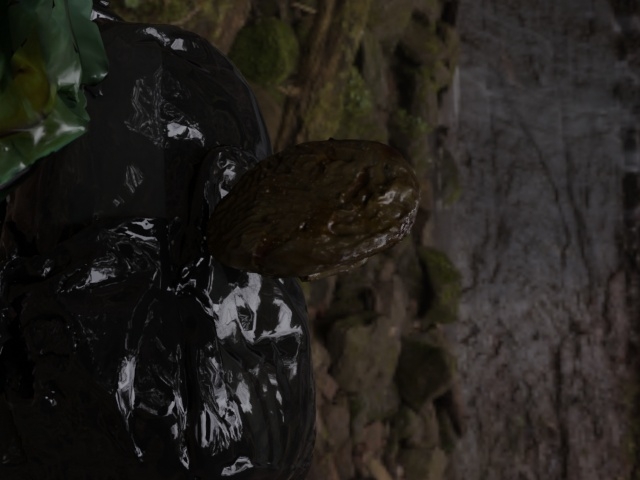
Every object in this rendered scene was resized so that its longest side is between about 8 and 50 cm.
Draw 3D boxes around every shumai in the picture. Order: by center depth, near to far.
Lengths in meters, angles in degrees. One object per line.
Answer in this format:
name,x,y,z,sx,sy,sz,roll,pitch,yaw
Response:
shumai,0.005,-0.008,0.625,0.105,0.139,0.123,44,33,-30

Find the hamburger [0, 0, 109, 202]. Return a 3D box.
hamburger,-0.206,-0.114,0.295,0.260,0.276,0.150,-54,175,-27

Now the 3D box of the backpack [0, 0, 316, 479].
backpack,-0.152,0.008,0.772,0.363,0.254,0.446,42,42,-69
